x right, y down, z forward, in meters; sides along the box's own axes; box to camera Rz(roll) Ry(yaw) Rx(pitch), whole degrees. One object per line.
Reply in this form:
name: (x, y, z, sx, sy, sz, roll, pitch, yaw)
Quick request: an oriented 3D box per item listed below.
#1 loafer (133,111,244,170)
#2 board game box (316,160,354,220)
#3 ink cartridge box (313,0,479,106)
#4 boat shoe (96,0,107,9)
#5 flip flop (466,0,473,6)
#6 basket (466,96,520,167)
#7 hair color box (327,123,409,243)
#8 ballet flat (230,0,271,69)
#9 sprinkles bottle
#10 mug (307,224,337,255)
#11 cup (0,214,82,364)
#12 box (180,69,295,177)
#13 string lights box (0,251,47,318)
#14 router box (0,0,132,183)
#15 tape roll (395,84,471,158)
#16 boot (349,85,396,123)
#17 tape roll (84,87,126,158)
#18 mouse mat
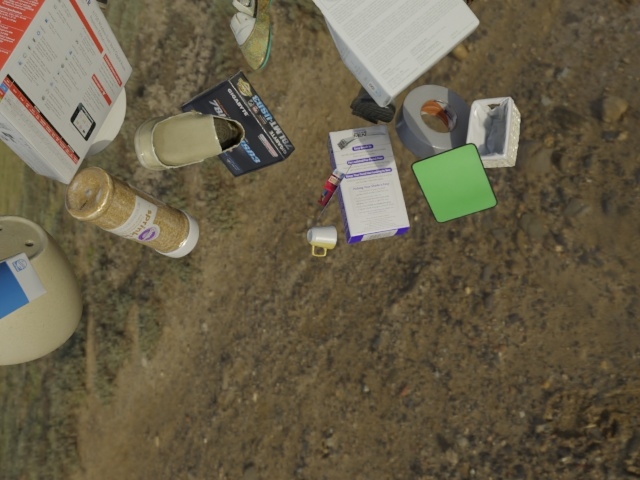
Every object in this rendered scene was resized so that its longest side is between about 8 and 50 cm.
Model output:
loafer: (-0.242, -0.200, 1.173, 0.092, 0.268, 0.102, -6, 105, 31)
board game box: (0.023, -0.127, 1.478, 0.169, 0.033, 0.133, -57, 2, 17)
ink cartridge box: (0.142, -0.559, 1.456, 0.385, 0.308, 0.091, 49, 167, -3)
boat shoe: (-0.678, -0.728, 1.685, 0.285, 0.102, 0.092, 40, 108, 24)
flip flop: (0.361, -0.654, 1.648, 0.277, 0.112, 0.080, 31, 150, 61)
basket: (0.464, -0.282, 1.640, 0.113, 0.103, 0.167, 2, 80, 37)
hair color box: (0.142, -0.174, 1.896, 0.110, 0.185, 0.339, 110, 150, -77)
ballet flat: (-0.203, -0.644, 1.776, 0.123, 0.123, 0.349, -34, 46, 49)
sprinkles bottle: (-0.424, -0.056, 1.432, 0.121, 0.355, 0.121, -6, 73, 20)
mug: (0.001, -0.003, 1.585, 0.062, 0.064, 0.078, -30, 60, 60)
cup: (-0.720, 0.082, 1.415, 0.331, 0.330, 0.237, 62, 145, 38)
box: (-0.263, -0.355, 1.943, 0.293, 0.296, 0.073, -8, 36, 49)
string lights box: (-0.551, 0.114, 0.886, 0.133, 0.259, 0.077, -15, 106, 36)
router box: (-0.509, -0.314, 1.176, 0.335, 0.082, 0.301, 86, -156, -70)
tape roll: (0.327, -0.337, 1.765, 0.072, 0.219, 0.219, 119, 143, -62)
boot: (0.169, -0.448, 1.699, 0.338, 0.118, 0.223, -122, 54, -78)
tape roll: (-0.605, -0.332, 1.432, 0.100, 0.286, 0.286, 19, 102, 47)
mouse mat: (0.308, -0.127, 1.411, 0.152, 0.190, 0.007, -18, 35, 21)
